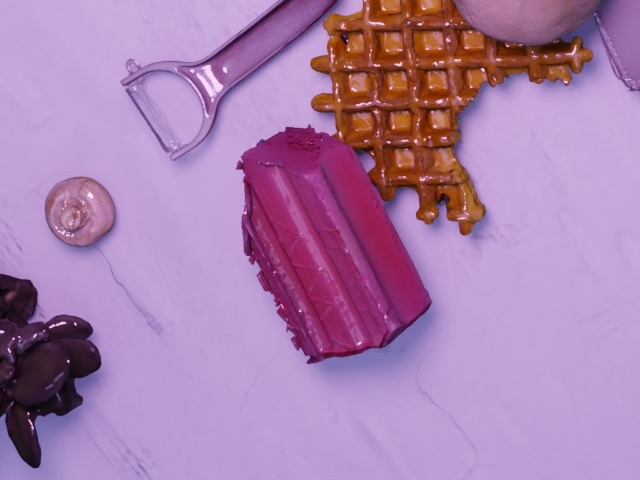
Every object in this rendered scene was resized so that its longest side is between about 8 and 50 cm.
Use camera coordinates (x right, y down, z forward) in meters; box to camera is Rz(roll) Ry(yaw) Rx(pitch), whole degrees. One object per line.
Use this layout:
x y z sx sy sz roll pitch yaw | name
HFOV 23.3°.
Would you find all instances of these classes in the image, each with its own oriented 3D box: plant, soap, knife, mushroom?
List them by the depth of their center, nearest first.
0.000 0.000 1.670 0.162 0.099 0.250 -12 109 50 | soap
-0.087 -0.212 1.680 0.278 0.053 0.123 -34 92 21 | knife
-0.278 -0.033 1.784 0.084 0.067 0.083 3 102 13 | mushroom
-0.398 0.132 1.810 0.276 0.188 0.199 24 109 8 | plant

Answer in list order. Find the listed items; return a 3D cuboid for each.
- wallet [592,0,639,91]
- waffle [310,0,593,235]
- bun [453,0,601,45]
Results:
0.381 -0.257 1.535 0.231 0.069 0.170 -24 96 27 | wallet
0.123 -0.174 1.632 0.260 0.069 0.293 38 114 4 | waffle
0.196 -0.281 1.490 0.167 0.113 0.173 -40 73 -18 | bun
